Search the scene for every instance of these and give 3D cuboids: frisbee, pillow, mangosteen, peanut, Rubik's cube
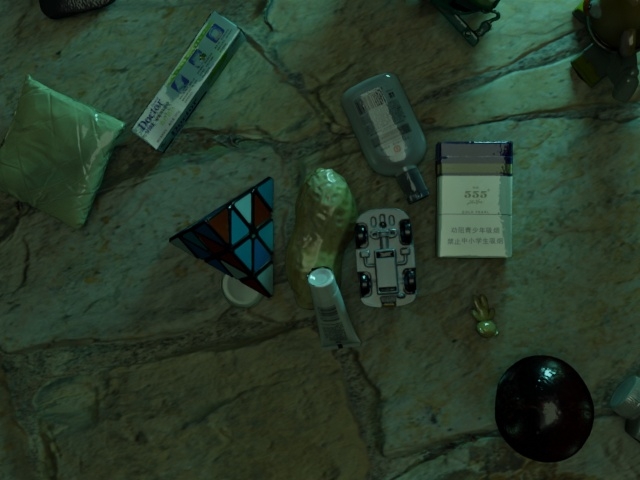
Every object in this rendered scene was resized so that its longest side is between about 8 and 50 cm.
[{"bbox_3d":[-0.178,0.101,1.670,0.110,0.014,0.110,0,89,7],"label":"frisbee"},{"bbox_3d":[-0.621,-0.205,1.700,0.274,0.076,0.281,26,97,9],"label":"pillow"},{"bbox_3d":[0.471,0.354,1.501,0.216,0.216,0.216,0,88,6],"label":"mangosteen"},{"bbox_3d":[0.000,0.000,1.596,0.149,0.149,0.314,13,93,7],"label":"peanut"},{"bbox_3d":[-0.169,0.032,1.588,0.284,0.250,0.234,-31,97,-1],"label":"Rubik's cube"}]

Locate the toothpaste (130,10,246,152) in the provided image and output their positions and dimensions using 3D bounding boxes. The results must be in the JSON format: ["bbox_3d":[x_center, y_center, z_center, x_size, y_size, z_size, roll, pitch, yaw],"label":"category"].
[{"bbox_3d":[-0.304,-0.363,1.672,0.081,0.067,0.337,36,93,6],"label":"toothpaste"}]

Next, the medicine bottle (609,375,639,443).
[{"bbox_3d":[0.714,0.376,1.525,0.188,0.088,0.132,38,92,6],"label":"medicine bottle"}]

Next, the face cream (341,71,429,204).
[{"bbox_3d":[0.161,-0.222,1.613,0.143,0.071,0.291,-26,85,6],"label":"face cream"}]

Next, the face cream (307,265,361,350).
[{"bbox_3d":[0.025,0.158,1.564,0.092,0.244,0.058,-8,43,8],"label":"face cream"}]

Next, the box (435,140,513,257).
[{"bbox_3d":[0.335,-0.089,1.590,0.168,0.071,0.260,1,88,6],"label":"box"}]

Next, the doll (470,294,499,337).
[{"bbox_3d":[0.361,0.166,1.590,0.061,0.051,0.093,-3,91,-22],"label":"doll"}]

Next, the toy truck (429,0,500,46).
[{"bbox_3d":[0.246,-0.594,1.563,0.363,0.176,0.178,37,115,3],"label":"toy truck"}]

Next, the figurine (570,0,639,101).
[{"bbox_3d":[0.607,-0.455,1.465,0.167,0.285,0.343,-18,88,4],"label":"figurine"}]

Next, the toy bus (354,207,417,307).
[{"bbox_3d":[0.142,0.038,1.574,0.126,0.136,0.210,-5,87,6],"label":"toy bus"}]

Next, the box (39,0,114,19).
[{"bbox_3d":[-0.580,-0.641,1.723,0.201,0.042,0.213,-11,86,6],"label":"box"}]
